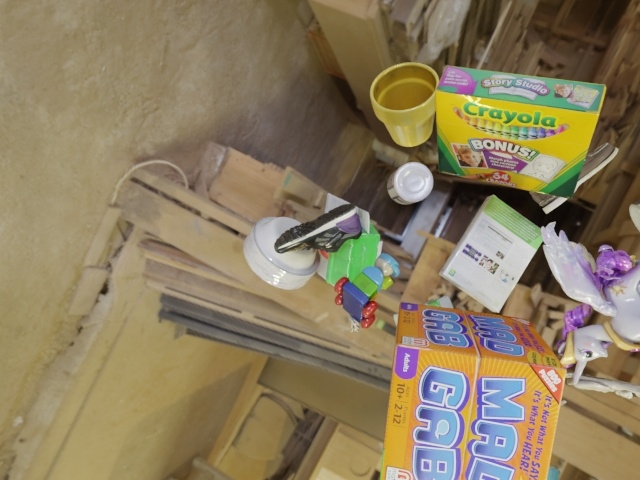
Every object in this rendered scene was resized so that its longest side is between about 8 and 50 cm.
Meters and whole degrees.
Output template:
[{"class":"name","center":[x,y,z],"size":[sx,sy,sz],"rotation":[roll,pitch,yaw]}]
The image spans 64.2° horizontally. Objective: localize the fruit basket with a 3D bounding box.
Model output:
[{"class":"fruit basket","center":[0.085,0.020,1.834],"size":[0.353,0.165,0.328],"rotation":[-139,-126,-67]}]

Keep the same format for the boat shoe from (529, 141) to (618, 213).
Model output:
[{"class":"boat shoe","center":[0.804,-0.219,1.617],"size":[0.324,0.097,0.117],"rotation":[-39,169,-9]}]

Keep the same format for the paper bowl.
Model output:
[{"class":"paper bowl","center":[-0.127,0.027,1.870],"size":[0.148,0.284,0.284],"rotation":[-52,174,34]}]

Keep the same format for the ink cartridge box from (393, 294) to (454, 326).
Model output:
[{"class":"ink cartridge box","center":[0.389,0.304,1.852],"size":[0.208,0.153,0.086],"rotation":[-27,170,41]}]

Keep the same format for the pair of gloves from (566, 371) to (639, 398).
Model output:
[{"class":"pair of gloves","center":[0.761,0.386,1.347],"size":[0.240,0.204,0.042],"rotation":[22,76,-50]}]

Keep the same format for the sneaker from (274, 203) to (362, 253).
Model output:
[{"class":"sneaker","center":[0.000,0.000,1.581],"size":[0.283,0.124,0.107],"rotation":[-24,-158,-5]}]

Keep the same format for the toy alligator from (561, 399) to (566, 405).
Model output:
[{"class":"toy alligator","center":[0.678,0.535,1.610],"size":[0.189,0.051,0.056],"rotation":[-36,139,12]}]

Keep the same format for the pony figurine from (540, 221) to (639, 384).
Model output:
[{"class":"pony figurine","center":[0.667,0.121,1.138],"size":[0.302,0.363,0.351],"rotation":[14,62,-44]}]

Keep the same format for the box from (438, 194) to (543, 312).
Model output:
[{"class":"box","center":[0.577,0.043,1.706],"size":[0.322,0.232,0.058],"rotation":[-56,-176,-5]}]

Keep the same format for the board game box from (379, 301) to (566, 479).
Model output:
[{"class":"board game box","center":[0.351,0.392,1.278],"size":[0.356,0.355,0.357],"rotation":[-42,137,-77]}]

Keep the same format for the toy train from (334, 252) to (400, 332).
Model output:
[{"class":"toy train","center":[0.117,0.131,1.225],"size":[0.143,0.105,0.248],"rotation":[-44,160,-17]}]

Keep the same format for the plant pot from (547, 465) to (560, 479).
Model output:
[{"class":"plant pot","center":[0.783,1.006,2.004],"size":[0.272,0.271,0.256],"rotation":[86,20,-64]}]

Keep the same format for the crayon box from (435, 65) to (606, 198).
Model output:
[{"class":"crayon box","center":[0.483,-0.269,1.293],"size":[0.106,0.362,0.313],"rotation":[-64,154,-23]}]

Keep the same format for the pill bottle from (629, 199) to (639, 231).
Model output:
[{"class":"pill bottle","center":[1.170,-0.115,1.674],"size":[0.245,0.131,0.130],"rotation":[-27,172,13]}]

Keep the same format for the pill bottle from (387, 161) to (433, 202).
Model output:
[{"class":"pill bottle","center":[0.246,-0.157,1.439],"size":[0.108,0.107,0.180],"rotation":[-63,-178,0]}]

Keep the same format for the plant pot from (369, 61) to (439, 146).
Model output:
[{"class":"plant pot","center":[0.332,-0.494,1.925],"size":[0.254,0.253,0.239],"rotation":[-58,149,-19]}]
